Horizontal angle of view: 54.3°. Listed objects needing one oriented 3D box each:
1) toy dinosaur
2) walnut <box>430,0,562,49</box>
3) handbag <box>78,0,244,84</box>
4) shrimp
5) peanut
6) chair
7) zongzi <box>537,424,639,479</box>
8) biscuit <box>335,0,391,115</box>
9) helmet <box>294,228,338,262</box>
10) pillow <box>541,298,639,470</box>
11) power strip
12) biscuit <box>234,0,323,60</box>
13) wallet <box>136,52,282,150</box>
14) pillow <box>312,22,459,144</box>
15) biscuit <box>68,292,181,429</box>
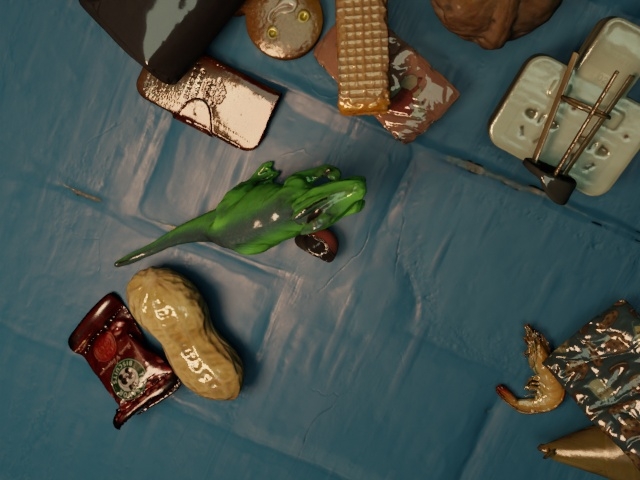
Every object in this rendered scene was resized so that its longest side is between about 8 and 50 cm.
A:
[{"bbox_3d":[-0.155,0.003,1.017,0.500,0.374,0.144,-26,104,6],"label":"toy dinosaur"},{"bbox_3d":[0.279,-0.406,0.980,0.224,0.224,0.224,1,99,5],"label":"walnut"},{"bbox_3d":[-0.264,-0.455,1.024,0.275,0.178,0.302,42,100,10],"label":"handbag"},{"bbox_3d":[0.381,0.246,1.168,0.124,0.034,0.178,-23,100,15],"label":"shrimp"},{"bbox_3d":[-0.245,0.175,1.165,0.298,0.120,0.136,56,144,-5],"label":"peanut"},{"bbox_3d":[0.391,-0.173,0.979,0.095,0.104,0.221,34,117,33],"label":"chair"},{"bbox_3d":[0.644,0.256,1.080,0.418,0.181,0.447,16,98,10],"label":"zongzi"},{"bbox_3d":[0.067,-0.397,1.045,0.094,0.054,0.379,-3,85,4],"label":"biscuit"},{"bbox_3d":[-0.001,-0.002,1.153,0.084,0.065,0.049,28,61,9],"label":"helmet"},{"bbox_3d":[0.533,0.247,1.059,0.189,0.034,0.255,-43,59,9],"label":"pillow"},{"bbox_3d":[0.440,-0.242,1.053,0.229,0.141,0.261,28,114,2],"label":"power strip"},{"bbox_3d":[-0.085,-0.435,1.103,0.180,0.039,0.236,-28,97,8],"label":"biscuit"},{"bbox_3d":[-0.206,-0.267,1.141,0.255,0.031,0.137,28,104,2],"label":"wallet"},{"bbox_3d":[0.112,-0.291,1.093,0.248,0.049,0.135,45,99,6],"label":"pillow"},{"bbox_3d":[-0.387,0.236,1.211,0.151,0.063,0.235,-44,71,11],"label":"biscuit"}]
